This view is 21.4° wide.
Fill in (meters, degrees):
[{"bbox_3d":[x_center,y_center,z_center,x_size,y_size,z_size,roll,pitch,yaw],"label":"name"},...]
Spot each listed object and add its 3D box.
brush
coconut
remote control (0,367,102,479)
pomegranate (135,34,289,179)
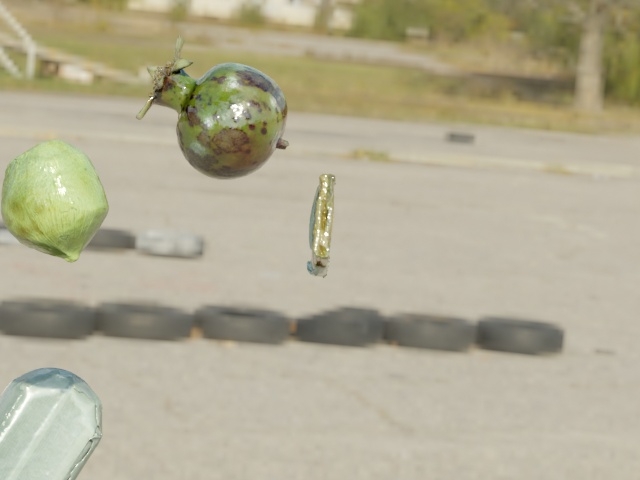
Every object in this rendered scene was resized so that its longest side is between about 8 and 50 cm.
[{"bbox_3d":[0.000,0.000,1.502,0.020,0.085,0.336,5,-8,0],"label":"brush"},{"bbox_3d":[-0.206,-0.029,1.311,0.088,0.096,0.088,-18,-2,-1],"label":"coconut"},{"bbox_3d":[-0.291,0.231,1.579,0.104,0.247,0.052,34,-14,-16],"label":"remote control"},{"bbox_3d":[-0.117,-0.151,1.964,0.169,0.148,0.148,38,-7,-23],"label":"pomegranate"}]
